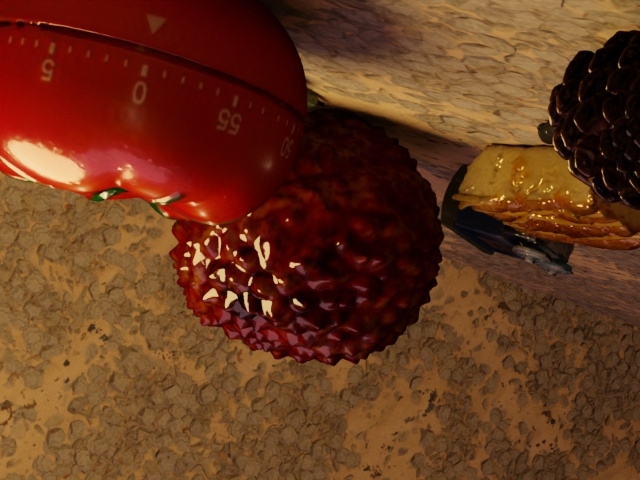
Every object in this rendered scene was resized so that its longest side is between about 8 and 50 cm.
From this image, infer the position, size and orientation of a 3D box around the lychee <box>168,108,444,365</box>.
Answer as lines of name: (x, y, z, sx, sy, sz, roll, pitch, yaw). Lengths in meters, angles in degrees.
lychee: (0.000, 0.000, 1.770, 0.500, 0.424, 0.425, 0, -174, -38)

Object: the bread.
bread: (0.350, -0.062, 1.607, 0.185, 0.114, 0.275, 19, 173, -34)

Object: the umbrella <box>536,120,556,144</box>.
umbrella: (0.298, -0.140, 1.372, 0.036, 0.031, 0.133, 39, 174, -3)

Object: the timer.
timer: (-0.201, -0.171, 1.262, 0.378, 0.279, 0.378, 14, 175, 1)

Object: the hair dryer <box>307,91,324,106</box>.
hair dryer: (-0.035, -0.212, 1.645, 0.071, 0.047, 0.150, 12, 180, 35)

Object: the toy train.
toy train: (0.343, -0.024, 1.948, 0.202, 0.131, 0.300, 17, 175, 26)

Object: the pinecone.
pinecone: (0.283, -0.114, 1.015, 0.163, 0.163, 0.165, 18, -172, -17)
